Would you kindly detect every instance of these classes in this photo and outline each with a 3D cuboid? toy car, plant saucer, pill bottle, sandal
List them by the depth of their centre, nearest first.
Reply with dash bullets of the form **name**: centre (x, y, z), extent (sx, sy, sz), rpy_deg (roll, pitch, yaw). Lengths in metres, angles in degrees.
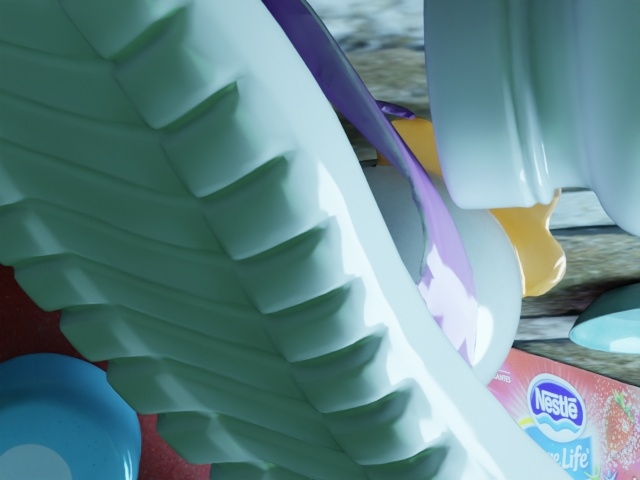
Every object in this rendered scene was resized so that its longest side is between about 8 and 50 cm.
- **pill bottle**: centre (0.126, -0.055, 0.516), extent (0.180, 0.108, 0.108), rpy_deg (-5, 163, 14)
- **sandal**: centre (-0.012, -0.001, 0.561), extent (0.169, 0.102, 0.416), rpy_deg (3, 138, 41)
- **toy car**: centre (-0.010, 0.027, 0.732), extent (0.210, 0.238, 0.219), rpy_deg (42, -168, -15)
- **plant saucer**: centre (0.201, 0.042, 1.002), extent (0.119, 0.021, 0.119), rpy_deg (0, 163, 0)

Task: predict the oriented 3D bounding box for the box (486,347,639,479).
- **box**: centre (0.093, 0.156, 1.171), extent (0.154, 0.142, 0.300), rpy_deg (-14, 159, 38)
